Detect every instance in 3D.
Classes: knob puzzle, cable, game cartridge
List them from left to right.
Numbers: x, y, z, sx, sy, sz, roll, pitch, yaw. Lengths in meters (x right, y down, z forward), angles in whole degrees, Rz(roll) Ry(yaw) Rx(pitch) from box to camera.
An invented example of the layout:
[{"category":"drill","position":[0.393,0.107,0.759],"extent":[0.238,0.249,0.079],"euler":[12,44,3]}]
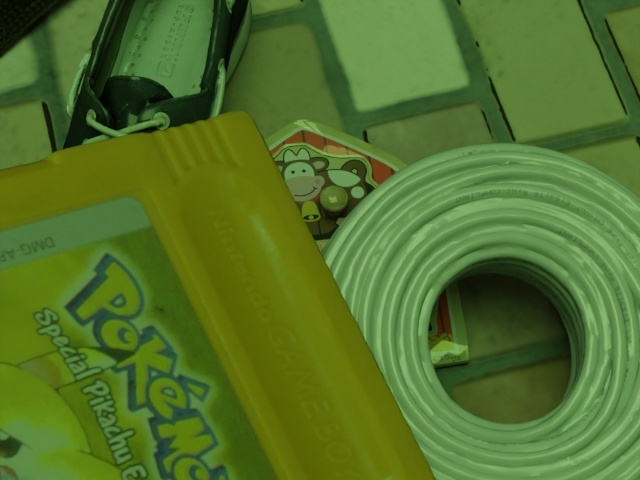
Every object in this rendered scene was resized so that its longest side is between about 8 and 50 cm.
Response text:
[{"category":"game cartridge","position":[-0.106,0.090,0.679],"extent":[0.324,0.053,0.285],"euler":[-19,77,-37]},{"category":"knob puzzle","position":[0.000,0.000,0.926],"extent":[0.213,0.030,0.213],"euler":[1,64,-1]},{"category":"cable","position":[0.109,0.069,0.843],"extent":[0.257,0.089,0.257],"euler":[-36,82,-12]}]

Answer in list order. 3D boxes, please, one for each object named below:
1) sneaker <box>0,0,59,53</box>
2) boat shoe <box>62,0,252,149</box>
[{"category":"sneaker","position":[-0.243,-0.180,0.995],"extent":[0.188,0.066,0.071],"euler":[-37,54,-23]},{"category":"boat shoe","position":[-0.120,-0.087,0.926],"extent":[0.114,0.091,0.302],"euler":[5,63,7]}]
